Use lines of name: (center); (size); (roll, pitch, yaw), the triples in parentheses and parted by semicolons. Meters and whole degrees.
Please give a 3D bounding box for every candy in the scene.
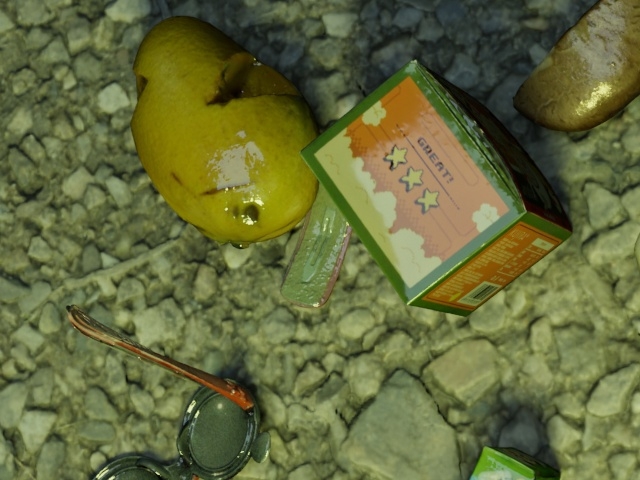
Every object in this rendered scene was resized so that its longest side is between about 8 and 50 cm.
candy: (0.147, 0.288, 1.539); (0.062, 0.097, 0.194); (27, 93, 24)

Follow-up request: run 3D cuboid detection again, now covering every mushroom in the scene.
mushroom: (0.273, -0.176, 1.553); (0.210, 0.072, 0.094); (-42, 81, 11)

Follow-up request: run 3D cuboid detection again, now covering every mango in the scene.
mango: (-0.101, -0.113, 1.658); (0.167, 0.130, 0.262); (-45, 67, 8)

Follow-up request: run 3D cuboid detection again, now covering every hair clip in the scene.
hair clip: (0.000, 0.000, 1.662); (0.054, 0.022, 0.137); (16, 90, 22)

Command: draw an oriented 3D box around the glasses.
glasses: (-0.205, 0.196, 1.596); (0.234, 0.268, 0.118); (-39, 54, 15)

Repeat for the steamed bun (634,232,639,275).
steamed bun: (0.422, 0.092, 1.401); (0.275, 0.206, 0.320); (-38, 49, -4)

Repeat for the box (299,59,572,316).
box: (0.113, -0.045, 1.532); (0.148, 0.195, 0.177); (-38, 72, 14)
